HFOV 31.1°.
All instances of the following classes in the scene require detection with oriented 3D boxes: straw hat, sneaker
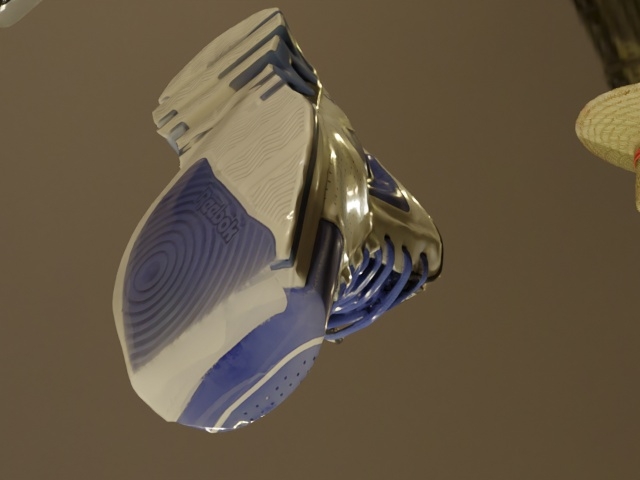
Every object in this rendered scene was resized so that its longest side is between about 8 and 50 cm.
[{"bbox_3d":[0.217,-0.034,0.664,0.144,0.144,0.061,33,-118,-50],"label":"straw hat"},{"bbox_3d":[0.000,-0.001,0.645,0.182,0.127,0.316,46,-160,-25],"label":"sneaker"}]

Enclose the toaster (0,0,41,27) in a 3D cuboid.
[{"bbox_3d":[-0.271,-0.275,0.850,0.168,0.110,0.186,24,-135,-56],"label":"toaster"}]
